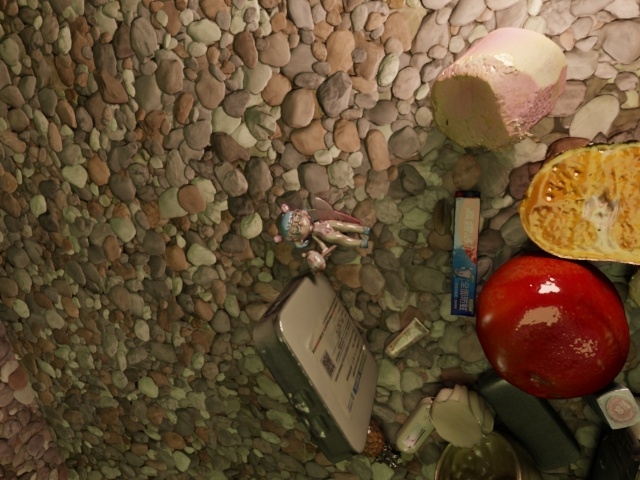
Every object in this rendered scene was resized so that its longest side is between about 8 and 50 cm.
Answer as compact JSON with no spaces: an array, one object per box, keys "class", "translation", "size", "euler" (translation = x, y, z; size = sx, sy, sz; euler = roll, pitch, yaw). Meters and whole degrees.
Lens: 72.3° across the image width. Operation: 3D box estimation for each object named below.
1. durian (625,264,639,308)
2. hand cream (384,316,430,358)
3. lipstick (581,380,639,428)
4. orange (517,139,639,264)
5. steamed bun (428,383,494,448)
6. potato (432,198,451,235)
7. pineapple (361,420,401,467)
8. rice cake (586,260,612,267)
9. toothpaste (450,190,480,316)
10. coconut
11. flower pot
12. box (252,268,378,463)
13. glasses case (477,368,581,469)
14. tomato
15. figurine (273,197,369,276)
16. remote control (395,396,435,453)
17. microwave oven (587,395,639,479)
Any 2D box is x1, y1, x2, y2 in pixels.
[{"class":"durian","translation":[0.813,0.097,0.982],"size":[0.138,0.183,0.250],"euler":[-45,113,-16]},{"class":"hand cream","translation":[0.246,0.287,1.277],"size":[0.061,0.039,0.143],"euler":[46,105,5]},{"class":"lipstick","translation":[0.673,0.370,1.040],"size":[0.077,0.289,0.076],"euler":[-27,74,15]},{"class":"orange","translation":[0.618,-0.077,0.923],"size":[0.310,0.274,0.274],"euler":[6,118,62]},{"class":"steamed bun","translation":[0.399,0.491,1.234],"size":[0.182,0.106,0.183],"euler":[15,117,33]},{"class":"potato","translation":[0.317,-0.059,1.137],"size":[0.037,0.036,0.093],"euler":[2,92,53]},{"class":"pineapple","translation":[0.175,0.656,1.391],"size":[0.108,0.108,0.198],"euler":[-38,106,24]},{"class":"rice cake","translation":[0.773,-0.014,1.004],"size":[0.364,0.056,0.073],"euler":[-19,100,21]},{"class":"toothpaste","translation":[0.372,0.037,1.126],"size":[0.066,0.076,0.321],"euler":[2,108,19]},{"class":"coconut","translation":[0.377,-0.315,0.923],"size":[0.233,0.245,0.233],"euler":[35,149,25]},{"class":"flower pot","translation":[0.492,0.708,1.217],"size":[0.244,0.307,0.307],"euler":[42,115,-18]},{"class":"box","translation":[0.011,0.302,1.151],"size":[0.111,0.396,0.397],"euler":[-27,98,21]},{"class":"glasses case","translation":[0.582,0.492,1.222],"size":[0.131,0.074,0.323],"euler":[-37,95,23]},{"class":"tomato","translation":[0.535,0.191,1.023],"size":[0.325,0.293,0.290],"euler":[50,131,4]},{"class":"figurine","translation":[0.003,-0.004,1.200],"size":[0.260,0.103,0.205],"euler":[8,85,9]},{"class":"remote control","translation":[0.304,0.574,1.349],"size":[0.078,0.042,0.221],"euler":[30,113,6]},{"class":"microwave oven","translation":[0.875,0.623,1.089],"size":[0.332,0.247,0.395],"euler":[8,110,15]}]
